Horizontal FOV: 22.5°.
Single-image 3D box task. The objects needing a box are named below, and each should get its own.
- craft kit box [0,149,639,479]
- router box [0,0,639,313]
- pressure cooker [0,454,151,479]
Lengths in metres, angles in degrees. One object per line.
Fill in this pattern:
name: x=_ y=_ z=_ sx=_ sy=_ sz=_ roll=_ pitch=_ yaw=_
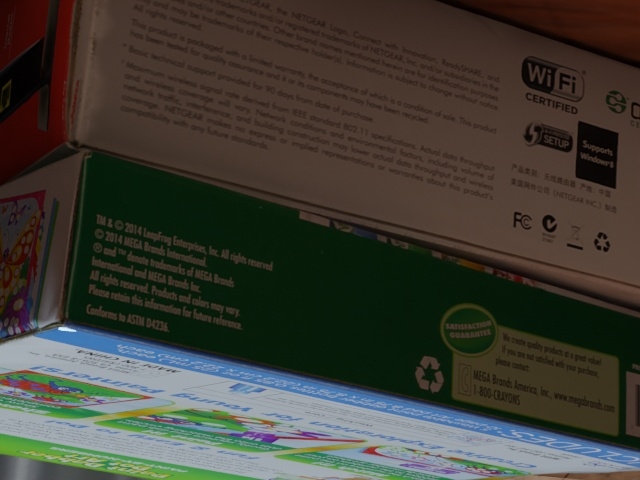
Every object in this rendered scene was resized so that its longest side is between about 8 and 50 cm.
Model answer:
craft kit box: x=-0.041 y=0.047 z=0.578 sx=0.250 sy=0.061 sz=0.247 roll=17 pitch=158 yaw=-35
router box: x=0.000 y=0.000 z=0.649 sx=0.335 sy=0.082 sz=0.301 roll=13 pitch=162 yaw=-28
pressure cooker: x=-0.160 y=0.295 z=1.243 sx=0.370 sy=0.420 sz=0.375 roll=11 pitch=165 yaw=-16
